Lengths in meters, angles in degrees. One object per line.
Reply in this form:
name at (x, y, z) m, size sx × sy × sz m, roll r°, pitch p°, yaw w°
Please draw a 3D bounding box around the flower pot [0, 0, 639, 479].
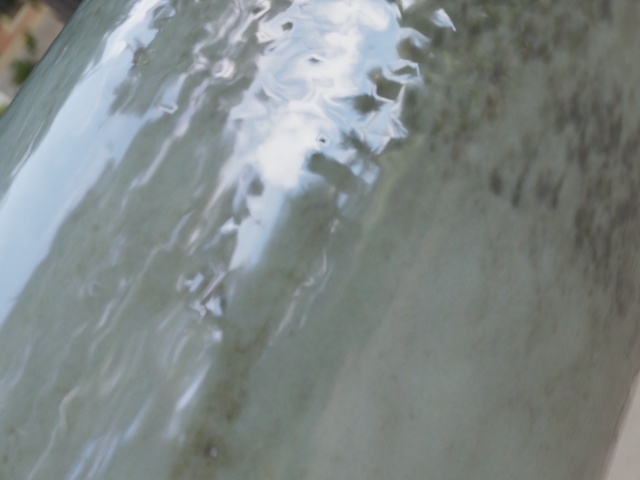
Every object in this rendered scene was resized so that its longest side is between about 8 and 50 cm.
flower pot at (0.000, 0.000, 0.679) m, size 0.330 × 0.293 × 0.293 m, roll -65°, pitch 12°, yaw -6°
